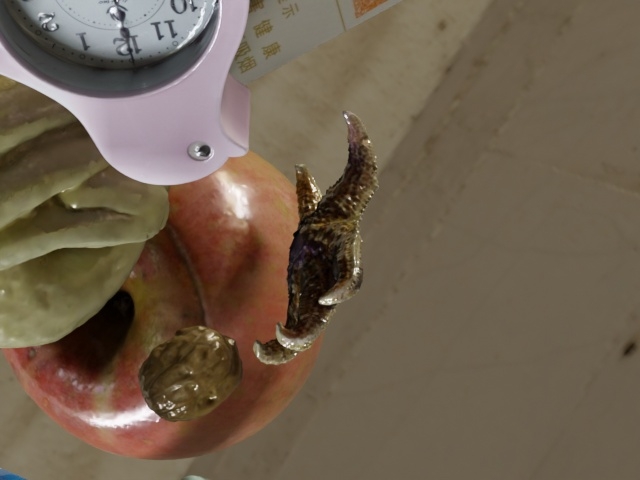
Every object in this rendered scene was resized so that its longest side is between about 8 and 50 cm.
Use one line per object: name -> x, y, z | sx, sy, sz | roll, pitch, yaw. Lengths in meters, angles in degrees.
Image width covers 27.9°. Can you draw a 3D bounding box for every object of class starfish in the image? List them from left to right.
starfish -> 0.002, 0.001, 1.145 | 0.216, 0.071, 0.238 | -57, -156, 17

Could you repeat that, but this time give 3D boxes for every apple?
apple -> -0.161, 0.049, 1.391 | 0.364, 0.364, 0.364 | -35, -146, 29

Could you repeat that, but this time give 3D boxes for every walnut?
walnut -> -0.115, 0.117, 1.147 | 0.096, 0.079, 0.082 | -36, -121, -5

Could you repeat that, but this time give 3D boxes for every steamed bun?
steamed bun -> -0.296, -0.035, 1.042 | 0.325, 0.372, 0.230 | -44, -136, 23

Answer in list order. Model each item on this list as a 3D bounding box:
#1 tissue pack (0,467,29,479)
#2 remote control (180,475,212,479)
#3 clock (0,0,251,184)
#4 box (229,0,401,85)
tissue pack -> -0.316, 0.293, 1.100 | 0.263, 0.146, 0.198 | 16, -91, 24
remote control -> -0.179, 0.364, 1.229 | 0.335, 0.065, 0.128 | -50, -145, 31
clock -> -0.186, -0.157, 0.887 | 0.290, 0.275, 0.080 | -5, -137, 2
box -> 0.036, -0.269, 1.044 | 0.365, 0.205, 0.051 | -29, -124, -4
